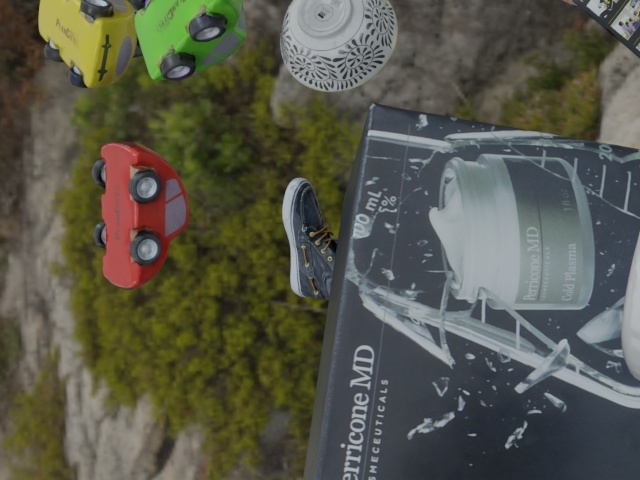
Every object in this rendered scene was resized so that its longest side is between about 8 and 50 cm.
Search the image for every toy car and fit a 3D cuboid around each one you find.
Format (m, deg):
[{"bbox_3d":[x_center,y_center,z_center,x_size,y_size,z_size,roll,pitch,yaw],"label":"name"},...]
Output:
[{"bbox_3d":[-0.102,-0.111,0.685,0.225,0.053,0.239,-37,66,48],"label":"toy car"}]

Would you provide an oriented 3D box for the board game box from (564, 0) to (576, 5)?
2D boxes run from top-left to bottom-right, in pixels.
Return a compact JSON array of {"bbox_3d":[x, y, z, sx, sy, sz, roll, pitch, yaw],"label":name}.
[{"bbox_3d":[0.457,-0.491,1.913,0.033,0.133,0.168,120,156,-52],"label":"board game box"}]

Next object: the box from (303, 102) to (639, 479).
[{"bbox_3d":[0.238,0.145,1.235,0.297,0.472,0.480,100,179,-67],"label":"box"}]

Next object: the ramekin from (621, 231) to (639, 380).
[{"bbox_3d":[0.293,-0.008,0.656,0.135,0.277,0.277,21,109,27],"label":"ramekin"}]

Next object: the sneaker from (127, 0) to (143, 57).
[{"bbox_3d":[-0.153,-0.365,1.214,0.447,0.169,0.257,-42,40,34],"label":"sneaker"}]

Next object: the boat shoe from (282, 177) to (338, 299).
[{"bbox_3d":[0.000,0.000,1.540,0.083,0.065,0.183,11,116,36],"label":"boat shoe"}]

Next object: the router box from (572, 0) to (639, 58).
[{"bbox_3d":[0.385,-0.298,1.179,0.133,0.046,0.179,47,122,18],"label":"router box"}]

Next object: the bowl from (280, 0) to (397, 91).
[{"bbox_3d":[0.015,-0.295,1.449,0.170,0.080,0.170,-4,74,15],"label":"bowl"}]
